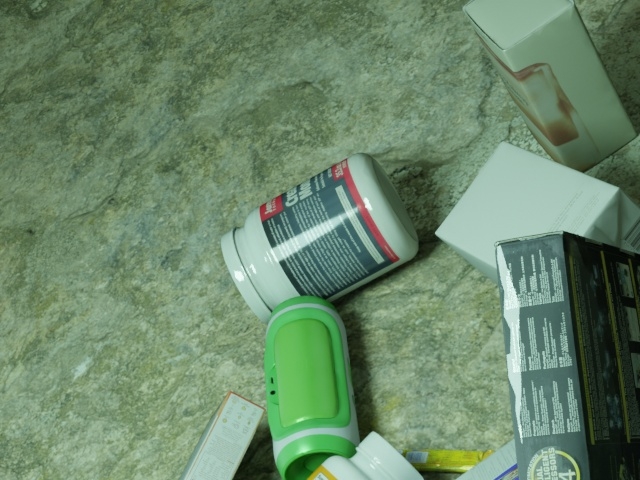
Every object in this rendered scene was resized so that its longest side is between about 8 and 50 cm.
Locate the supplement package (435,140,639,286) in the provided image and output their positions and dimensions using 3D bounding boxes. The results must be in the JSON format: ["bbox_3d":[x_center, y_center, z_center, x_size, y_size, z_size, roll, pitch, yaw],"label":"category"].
[{"bbox_3d":[0.330,0.005,2.058,0.175,0.177,0.293,-54,30,-2],"label":"supplement package"}]

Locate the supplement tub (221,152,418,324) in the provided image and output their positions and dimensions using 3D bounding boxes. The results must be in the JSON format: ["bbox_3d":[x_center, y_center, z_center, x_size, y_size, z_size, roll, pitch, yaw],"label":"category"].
[{"bbox_3d":[0.000,0.000,2.351,0.272,0.191,0.191,-28,41,10],"label":"supplement tub"}]

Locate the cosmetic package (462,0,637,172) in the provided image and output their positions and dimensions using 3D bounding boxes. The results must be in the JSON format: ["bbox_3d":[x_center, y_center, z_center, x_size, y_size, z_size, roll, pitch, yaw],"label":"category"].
[{"bbox_3d":[0.350,-0.255,2.253,0.129,0.296,0.153,-34,40,3],"label":"cosmetic package"}]

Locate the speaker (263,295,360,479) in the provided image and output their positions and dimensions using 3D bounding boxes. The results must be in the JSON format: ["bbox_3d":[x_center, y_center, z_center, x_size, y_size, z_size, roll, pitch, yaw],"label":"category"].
[{"bbox_3d":[-0.014,0.225,2.204,0.131,0.131,0.296,-23,43,16],"label":"speaker"}]

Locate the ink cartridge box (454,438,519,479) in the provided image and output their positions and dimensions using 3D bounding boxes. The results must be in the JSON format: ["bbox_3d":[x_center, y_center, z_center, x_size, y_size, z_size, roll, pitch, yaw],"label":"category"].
[{"bbox_3d":[0.221,0.335,1.921,0.208,0.045,0.206,-34,8,4],"label":"ink cartridge box"}]

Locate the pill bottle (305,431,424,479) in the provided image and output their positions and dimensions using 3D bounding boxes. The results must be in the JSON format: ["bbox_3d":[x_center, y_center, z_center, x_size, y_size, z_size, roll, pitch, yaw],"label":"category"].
[{"bbox_3d":[0.022,0.382,2.024,0.245,0.136,0.136,-45,41,-8],"label":"pill bottle"}]

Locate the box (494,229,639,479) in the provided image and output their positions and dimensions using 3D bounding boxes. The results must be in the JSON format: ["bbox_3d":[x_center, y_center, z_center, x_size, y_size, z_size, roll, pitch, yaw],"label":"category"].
[{"bbox_3d":[0.324,0.201,1.724,0.097,0.318,0.395,-10,80,28],"label":"box"}]

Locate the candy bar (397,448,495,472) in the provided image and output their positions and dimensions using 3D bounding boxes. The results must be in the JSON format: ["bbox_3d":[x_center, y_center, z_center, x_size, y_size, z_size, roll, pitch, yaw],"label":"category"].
[{"bbox_3d":[0.168,0.309,2.078,0.161,0.018,0.040,-4,48,33],"label":"candy bar"}]

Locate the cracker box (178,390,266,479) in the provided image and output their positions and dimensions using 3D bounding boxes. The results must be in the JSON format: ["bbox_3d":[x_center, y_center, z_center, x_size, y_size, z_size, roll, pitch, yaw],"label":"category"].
[{"bbox_3d":[-0.170,0.352,2.180,0.232,0.067,0.156,-63,3,-26],"label":"cracker box"}]
